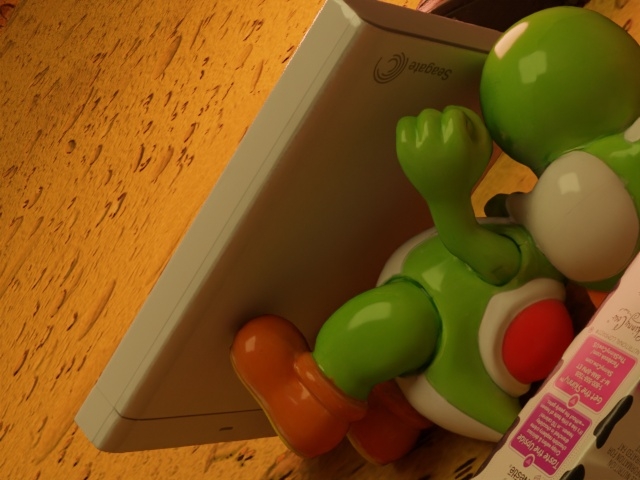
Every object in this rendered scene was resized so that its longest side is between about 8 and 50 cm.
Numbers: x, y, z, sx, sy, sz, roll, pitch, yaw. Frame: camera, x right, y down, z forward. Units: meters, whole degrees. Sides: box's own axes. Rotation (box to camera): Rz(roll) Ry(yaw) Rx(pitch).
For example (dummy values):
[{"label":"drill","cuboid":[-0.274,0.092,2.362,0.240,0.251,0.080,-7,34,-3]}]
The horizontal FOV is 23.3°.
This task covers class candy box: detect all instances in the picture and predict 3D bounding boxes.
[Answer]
[{"label":"candy box","cuboid":[0.176,0.115,0.752,0.233,0.159,0.071,-53,22,-3]}]

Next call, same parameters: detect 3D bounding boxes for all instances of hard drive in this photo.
[{"label":"hard drive","cuboid":[0.000,0.000,1.084,0.047,0.233,0.353,46,115,30]}]

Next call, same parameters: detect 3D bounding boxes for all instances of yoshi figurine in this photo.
[{"label":"yoshi figurine","cuboid":[0.107,-0.016,1.028,0.362,0.203,0.203,-39,20,21]}]

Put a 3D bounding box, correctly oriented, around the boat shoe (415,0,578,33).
[{"label":"boat shoe","cuboid":[0.139,-0.187,1.322,0.307,0.111,0.104,-45,19,-9]}]
